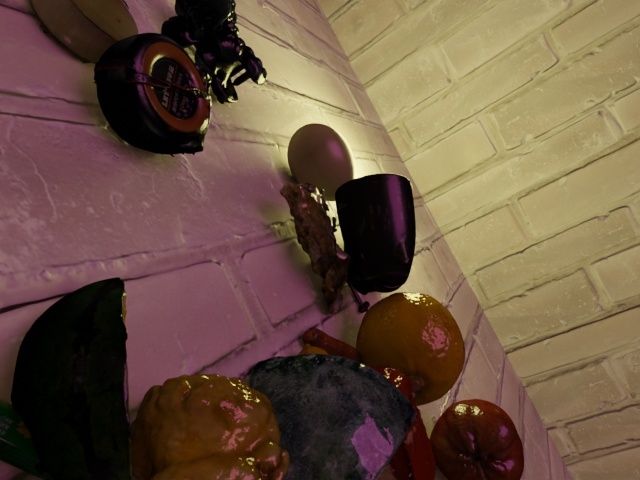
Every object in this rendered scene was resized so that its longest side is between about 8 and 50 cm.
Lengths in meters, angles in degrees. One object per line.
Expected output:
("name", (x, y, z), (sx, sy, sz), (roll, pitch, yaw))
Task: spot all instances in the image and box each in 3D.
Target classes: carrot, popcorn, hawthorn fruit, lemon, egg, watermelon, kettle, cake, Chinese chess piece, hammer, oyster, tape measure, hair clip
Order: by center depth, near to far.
("watermelon", (-0.248, 0.147, 0.515), (0.129, 0.123, 0.301), (74, -8, -52))
("popcorn", (-0.138, 0.272, 0.542), (0.203, 0.200, 0.226), (-31, 134, -76))
("watermelon", (0.019, 0.325, 0.786), (0.320, 0.289, 0.214), (-119, -158, -48))
("tape measure", (-0.299, -0.264, 0.851), (0.223, 0.135, 0.202), (30, 59, -59))
("Chinese chess piece", (-0.430, -0.416, 0.855), (0.188, 0.083, 0.188), (46, 25, -29))
("cake", (0.104, 0.389, 0.895), (0.151, 0.176, 0.283), (-20, 92, -65))
("lemon", (-0.012, 0.259, 0.930), (0.082, 0.082, 0.111), (30, 39, -48))
("carrot", (0.027, 0.249, 1.049), (0.186, 0.060, 0.060), (36, 34, -38))
("lemon", (0.219, 0.266, 1.155), (0.293, 0.293, 0.293), (44, 29, -33))
("oyster", (-0.002, 0.001, 1.166), (0.238, 0.114, 0.351), (-105, 171, -62))
("hair clip", (-0.261, -0.515, 1.171), (0.310, 0.194, 0.206), (65, 18, 13))
("kettle", (0.143, 0.003, 1.252), (0.207, 0.268, 0.291), (1, 74, -28))
("hawthorn fruit", (0.428, 0.555, 1.274), (0.258, 0.258, 0.262), (58, 30, -7))
("hammer", (0.088, 0.127, 1.347), (0.178, 0.021, 0.065), (60, 24, 5))
("egg", (0.006, -0.226, 1.363), (0.242, 0.186, 0.186), (53, 25, -21))

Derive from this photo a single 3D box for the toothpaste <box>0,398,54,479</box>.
("toothpaste", (-0.289, 0.218, 0.482), (0.178, 0.043, 0.037), (47, 25, -28))
